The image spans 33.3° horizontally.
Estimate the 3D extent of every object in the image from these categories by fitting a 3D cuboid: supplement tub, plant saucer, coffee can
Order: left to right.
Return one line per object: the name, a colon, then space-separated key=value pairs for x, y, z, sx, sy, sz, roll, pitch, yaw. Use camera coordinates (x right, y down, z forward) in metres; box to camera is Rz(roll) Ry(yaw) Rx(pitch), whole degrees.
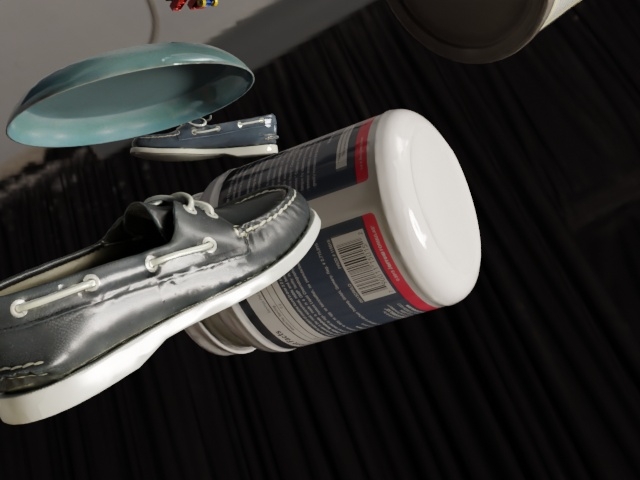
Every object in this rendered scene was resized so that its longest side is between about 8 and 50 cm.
plant saucer: x=-0.242 y=-0.186 z=1.358 sx=0.317 sy=0.044 sz=0.317 roll=-15 pitch=174 yaw=-2
supplement tub: x=0.000 y=0.000 z=1.043 sx=0.272 sy=0.191 sz=0.191 roll=-18 pitch=149 yaw=26
coffee can: x=0.217 y=-0.331 z=1.134 sx=0.275 sy=0.201 sz=0.201 roll=-38 pitch=161 yaw=-40

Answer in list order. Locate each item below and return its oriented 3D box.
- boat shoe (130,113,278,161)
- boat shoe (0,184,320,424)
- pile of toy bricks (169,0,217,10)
boat shoe: x=-0.200 y=-0.180 z=1.842 sx=0.254 sy=0.079 sz=0.095 roll=-3 pitch=179 yaw=1
boat shoe: x=-0.115 y=0.015 z=0.764 sx=0.114 sy=0.091 sz=0.302 roll=-6 pitch=-159 yaw=41
pile of toy bricks: x=-0.161 y=-0.426 z=1.510 sx=0.118 sy=0.105 sz=0.212 roll=-18 pitch=159 yaw=-49
